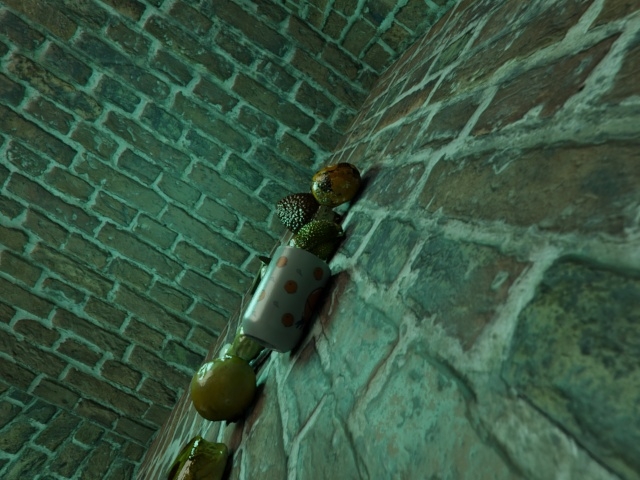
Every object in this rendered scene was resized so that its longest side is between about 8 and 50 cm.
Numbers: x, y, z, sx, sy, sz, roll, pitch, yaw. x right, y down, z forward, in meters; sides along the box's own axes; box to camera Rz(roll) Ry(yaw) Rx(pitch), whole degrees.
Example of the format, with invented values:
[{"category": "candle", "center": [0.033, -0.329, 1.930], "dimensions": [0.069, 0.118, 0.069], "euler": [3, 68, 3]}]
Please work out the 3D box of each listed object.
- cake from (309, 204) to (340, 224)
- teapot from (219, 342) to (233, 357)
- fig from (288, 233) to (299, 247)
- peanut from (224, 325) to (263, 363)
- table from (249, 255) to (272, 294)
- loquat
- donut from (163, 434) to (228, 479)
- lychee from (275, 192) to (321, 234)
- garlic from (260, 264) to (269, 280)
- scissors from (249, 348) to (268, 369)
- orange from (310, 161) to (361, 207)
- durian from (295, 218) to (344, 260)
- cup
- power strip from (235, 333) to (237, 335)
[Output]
[{"category": "cake", "center": [-0.015, -0.023, 1.850], "dimensions": [0.245, 0.112, 0.135], "euler": [-64, 9, -13]}, {"category": "teapot", "center": [-0.478, 0.610, 2.165], "dimensions": [0.226, 0.093, 0.145], "euler": [168, 101, -78]}, {"category": "fig", "center": [-0.080, 0.057, 1.891], "dimensions": [0.134, 0.146, 0.201], "euler": [-14, 27, 1]}, {"category": "peanut", "center": [-0.331, 0.472, 1.819], "dimensions": [0.313, 0.149, 0.149], "euler": [-52, 13, 31]}, {"category": "table", "center": [-0.341, 0.233, 2.543], "dimensions": [0.167, 0.167, 0.226], "euler": [-109, 43, -76]}, {"category": "loquat", "center": [-0.341, 0.536, 1.493], "dimensions": [0.243, 0.244, 0.244], "euler": [-55, 11, 16]}, {"category": "donut", "center": [-0.421, 0.783, 1.298], "dimensions": [0.330, 0.160, 0.329], "euler": [-52, 20, 28]}, {"category": "lychee", "center": [-0.113, -0.148, 2.238], "dimensions": [0.271, 0.272, 0.271], "euler": [-55, 11, 16]}, {"category": "garlic", "center": [-0.222, 0.189, 2.092], "dimensions": [0.147, 0.159, 0.101], "euler": [-120, 45, -64]}, {"category": "scissors", "center": [-0.255, 0.481, 1.684], "dimensions": [0.447, 0.029, 0.192], "euler": [-50, -2, 19]}, {"category": "orange", "center": [0.070, -0.248, 1.841], "dimensions": [0.235, 0.182, 0.234], "euler": [-27, 6, 3]}, {"category": "durian", "center": [-0.013, -0.006, 1.650], "dimensions": [0.198, 0.159, 0.146], "euler": [-56, 10, 7]}, {"category": "cup", "center": [-0.121, 0.204, 1.414], "dimensions": [0.317, 0.212, 0.212], "euler": [-64, 12, -23]}, {"category": "power strip", "center": [-0.425, 0.526, 2.293], "dimensions": [0.215, 0.061, 0.145], "euler": [-51, 12, 37]}]
